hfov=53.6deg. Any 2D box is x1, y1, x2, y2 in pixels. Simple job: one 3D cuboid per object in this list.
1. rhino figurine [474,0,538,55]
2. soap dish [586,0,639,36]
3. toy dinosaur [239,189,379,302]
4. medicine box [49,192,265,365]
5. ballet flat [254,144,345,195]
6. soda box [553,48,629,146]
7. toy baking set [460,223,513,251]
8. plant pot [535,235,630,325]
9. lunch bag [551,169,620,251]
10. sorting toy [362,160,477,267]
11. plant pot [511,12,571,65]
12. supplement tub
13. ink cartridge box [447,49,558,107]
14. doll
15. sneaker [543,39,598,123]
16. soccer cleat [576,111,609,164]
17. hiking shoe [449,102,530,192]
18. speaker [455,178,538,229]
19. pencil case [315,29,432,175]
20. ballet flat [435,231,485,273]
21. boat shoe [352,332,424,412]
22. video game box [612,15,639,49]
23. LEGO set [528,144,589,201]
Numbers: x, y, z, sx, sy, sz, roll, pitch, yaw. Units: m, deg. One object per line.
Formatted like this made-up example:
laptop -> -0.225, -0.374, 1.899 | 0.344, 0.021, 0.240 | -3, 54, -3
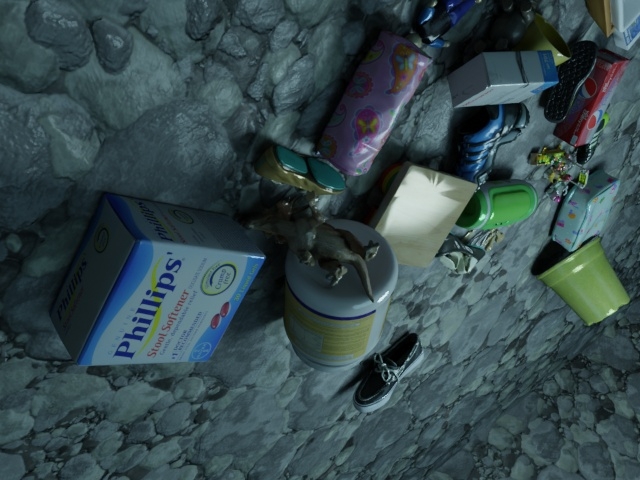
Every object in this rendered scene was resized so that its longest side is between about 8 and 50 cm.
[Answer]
rhino figurine -> 0.433, -0.496, 1.390 | 0.243, 0.073, 0.106 | -56, 162, 12
soap dish -> 0.748, -0.665, 1.494 | 0.291, 0.118, 0.229 | -50, 150, 6
toy dinosaur -> 0.000, 0.000, 1.260 | 0.295, 0.200, 0.127 | 34, 87, -12
medicine box -> -0.293, 0.081, 1.155 | 0.289, 0.149, 0.263 | 9, 118, -50
ballet flat -> -0.043, -0.135, 1.281 | 0.073, 0.080, 0.232 | -31, 150, 29
soda box -> 0.770, -0.405, 1.810 | 0.092, 0.083, 0.263 | -18, 136, -33
toy baking set -> 0.545, -0.040, 1.978 | 0.256, 0.030, 0.197 | 0, 124, -45
plant pot -> 0.995, 0.165, 2.357 | 0.276, 0.254, 0.276 | -32, 167, -8
lunch bag -> 0.941, -0.104, 2.248 | 0.224, 0.108, 0.279 | -32, 144, -27
sorting toy -> 0.219, -0.072, 1.558 | 0.257, 0.089, 0.255 | 9, 118, -41
plant pot -> 0.503, -0.448, 1.481 | 0.134, 0.134, 0.095 | 0, 151, -45
supplement tub -> 0.036, 0.136, 1.439 | 0.241, 0.241, 0.331 | -28, 150, -23
ink cartridge box -> 0.400, -0.356, 1.399 | 0.190, 0.139, 0.082 | -8, 86, -23
doll -> 0.243, -0.443, 1.276 | 0.189, 0.046, 0.129 | -42, 143, -7
sneaker -> 0.669, -0.430, 1.712 | 0.097, 0.084, 0.235 | -37, 152, -55
soccer cleat -> 0.840, -0.324, 1.986 | 0.072, 0.060, 0.179 | 1, 118, -34
hiking shoe -> 0.381, -0.237, 1.591 | 0.132, 0.113, 0.304 | 21, 118, -20
speaker -> 0.488, -0.104, 1.775 | 0.296, 0.131, 0.131 | -9, 130, -42
pencil case -> 0.102, -0.264, 1.250 | 0.124, 0.124, 0.284 | 6, 120, -48
ballet flat -> 0.393, 0.044, 1.848 | 0.280, 0.095, 0.096 | 20, 69, -46
boat shoe -> 0.215, 0.414, 2.016 | 0.306, 0.113, 0.105 | -36, 137, -18
video game box -> 0.856, -0.643, 1.699 | 0.187, 0.048, 0.205 | -54, 144, 7
LEGO set -> 0.743, -0.213, 1.945 | 0.132, 0.107, 0.287 | -50, 144, 5
